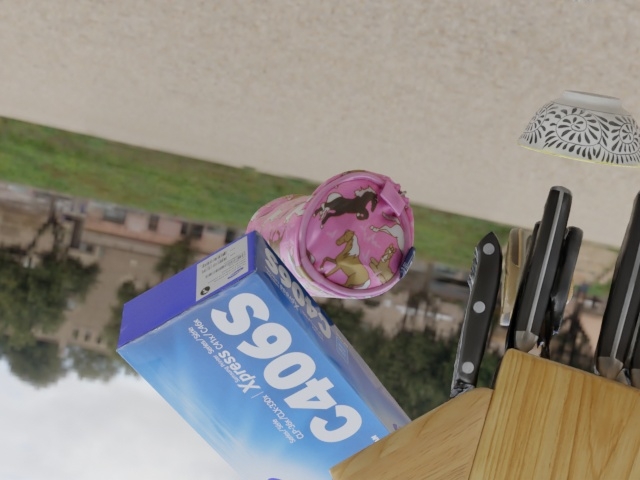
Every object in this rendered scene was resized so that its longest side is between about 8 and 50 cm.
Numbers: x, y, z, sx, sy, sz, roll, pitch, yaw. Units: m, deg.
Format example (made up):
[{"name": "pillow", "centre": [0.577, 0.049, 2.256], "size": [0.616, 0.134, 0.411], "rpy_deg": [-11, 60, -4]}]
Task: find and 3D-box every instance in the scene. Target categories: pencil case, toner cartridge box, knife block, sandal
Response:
[{"name": "pencil case", "centre": [0.000, 0.000, 1.419], "size": [0.167, 0.160, 0.386], "rpy_deg": [6, 175, -16]}, {"name": "toner cartridge box", "centre": [-0.035, 0.164, 1.065], "size": [0.348, 0.165, 0.075], "rpy_deg": [51, -161, -29]}, {"name": "knife block", "centre": [0.139, 0.120, 0.515], "size": [0.242, 0.276, 0.088], "rpy_deg": [-27, 163, -2]}, {"name": "sandal", "centre": [0.175, 0.028, 0.802], "size": [0.049, 0.072, 0.180], "rpy_deg": [4, 180, 25]}]

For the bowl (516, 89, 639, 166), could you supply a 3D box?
[{"name": "bowl", "centre": [0.345, -0.150, 1.346], "size": [0.170, 0.080, 0.170], "rpy_deg": [7, -168, -2]}]
